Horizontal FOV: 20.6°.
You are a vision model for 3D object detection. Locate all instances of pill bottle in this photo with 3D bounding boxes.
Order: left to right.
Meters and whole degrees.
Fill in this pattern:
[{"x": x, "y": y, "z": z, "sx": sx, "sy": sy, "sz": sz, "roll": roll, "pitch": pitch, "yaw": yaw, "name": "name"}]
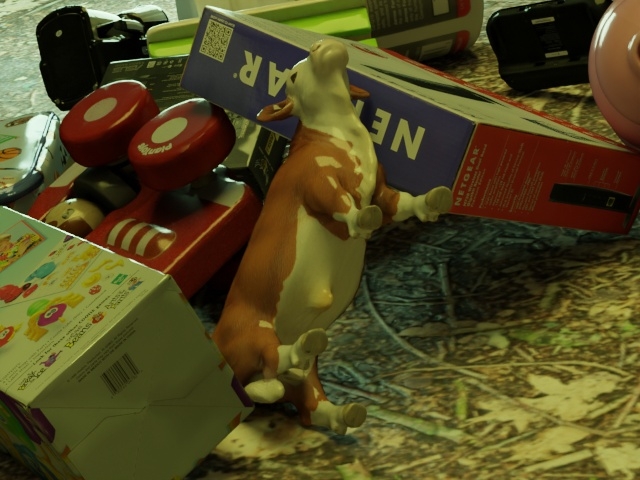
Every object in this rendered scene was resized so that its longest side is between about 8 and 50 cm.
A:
[{"x": 0.009, "y": -0.308, "z": 2.257, "sx": 0.363, "sy": 0.210, "sz": 0.210, "roll": -14, "pitch": 21, "yaw": -12, "name": "pill bottle"}]

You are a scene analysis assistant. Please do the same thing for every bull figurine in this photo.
[{"x": 0.000, "y": 0.000, "z": 1.396, "sx": 0.101, "sy": 0.310, "sz": 0.188, "roll": 13, "pitch": 8, "yaw": -31, "name": "bull figurine"}]

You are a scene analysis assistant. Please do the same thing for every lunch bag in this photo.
[{"x": -0.396, "y": -0.040, "z": 1.901, "sx": 0.243, "sy": 0.115, "sz": 0.303, "roll": -11, "pitch": 20, "yaw": 5, "name": "lunch bag"}]

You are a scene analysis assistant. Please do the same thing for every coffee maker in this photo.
[{"x": -0.271, "y": -0.221, "z": 2.285, "sx": 0.120, "sy": 0.171, "sz": 0.178, "roll": 13, "pitch": 13, "yaw": 33, "name": "coffee maker"}]

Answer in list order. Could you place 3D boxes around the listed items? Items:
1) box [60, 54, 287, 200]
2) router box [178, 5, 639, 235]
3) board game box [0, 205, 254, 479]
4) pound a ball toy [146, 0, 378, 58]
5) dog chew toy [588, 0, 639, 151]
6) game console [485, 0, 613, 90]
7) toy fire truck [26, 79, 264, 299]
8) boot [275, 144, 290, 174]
[{"x": -0.146, "y": -0.120, "z": 1.891, "sx": 0.232, "sy": 0.059, "sz": 0.183, "roll": -4, "pitch": 47, "yaw": 24, "name": "box"}, {"x": 0.091, "y": -0.108, "z": 1.619, "sx": 0.335, "sy": 0.082, "sz": 0.301, "roll": 27, "pitch": 13, "yaw": 37, "name": "router box"}, {"x": -0.205, "y": 0.093, "z": 1.374, "sx": 0.144, "sy": 0.142, "sz": 0.275, "roll": -43, "pitch": 33, "yaw": -20, "name": "board game box"}, {"x": -0.080, "y": -0.158, "z": 2.076, "sx": 0.319, "sy": 0.136, "sz": 0.208, "roll": -11, "pitch": 46, "yaw": -2, "name": "pound a ball toy"}, {"x": 0.345, "y": -0.165, "z": 1.656, "sx": 0.206, "sy": 0.207, "sz": 0.332, "roll": -1, "pitch": 1, "yaw": 22, "name": "dog chew toy"}, {"x": 0.323, "y": -0.244, "z": 1.974, "sx": 0.044, "sy": 0.213, "sz": 0.361, "roll": -28, "pitch": 16, "yaw": -38, "name": "game console"}, {"x": -0.194, "y": -0.005, "z": 1.675, "sx": 0.254, "sy": 0.169, "sz": 0.302, "roll": -44, "pitch": 35, "yaw": -23, "name": "toy fire truck"}, {"x": 0.051, "y": -0.078, "z": 1.854, "sx": 0.219, "sy": 0.082, "sz": 0.106, "roll": -24, "pitch": 33, "yaw": -9, "name": "boot"}]
